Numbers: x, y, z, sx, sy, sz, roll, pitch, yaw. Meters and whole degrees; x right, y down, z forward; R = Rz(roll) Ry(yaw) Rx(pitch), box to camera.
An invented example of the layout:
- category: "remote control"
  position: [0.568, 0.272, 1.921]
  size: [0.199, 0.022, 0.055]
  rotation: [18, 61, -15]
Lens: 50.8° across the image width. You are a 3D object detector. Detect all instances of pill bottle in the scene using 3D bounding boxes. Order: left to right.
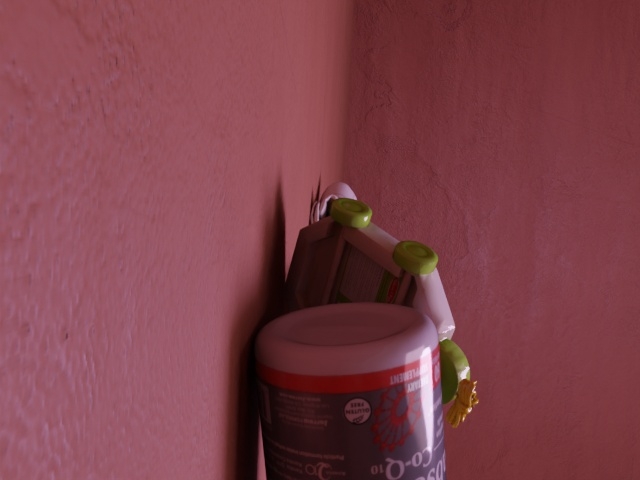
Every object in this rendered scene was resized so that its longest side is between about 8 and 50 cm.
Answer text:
- category: "pill bottle"
  position: [0.041, 0.269, 0.783]
  size: [0.210, 0.210, 0.363]
  rotation: [-66, 151, -79]

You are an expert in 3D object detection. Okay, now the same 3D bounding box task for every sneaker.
- category: "sneaker"
  position: [0.037, -0.060, 1.496]
  size: [0.169, 0.108, 0.293]
  rotation: [94, 4, -50]

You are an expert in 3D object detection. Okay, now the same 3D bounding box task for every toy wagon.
- category: "toy wagon"
  position: [0.080, 0.115, 0.909]
  size: [0.068, 0.344, 0.267]
  rotation: [-13, 129, -43]
